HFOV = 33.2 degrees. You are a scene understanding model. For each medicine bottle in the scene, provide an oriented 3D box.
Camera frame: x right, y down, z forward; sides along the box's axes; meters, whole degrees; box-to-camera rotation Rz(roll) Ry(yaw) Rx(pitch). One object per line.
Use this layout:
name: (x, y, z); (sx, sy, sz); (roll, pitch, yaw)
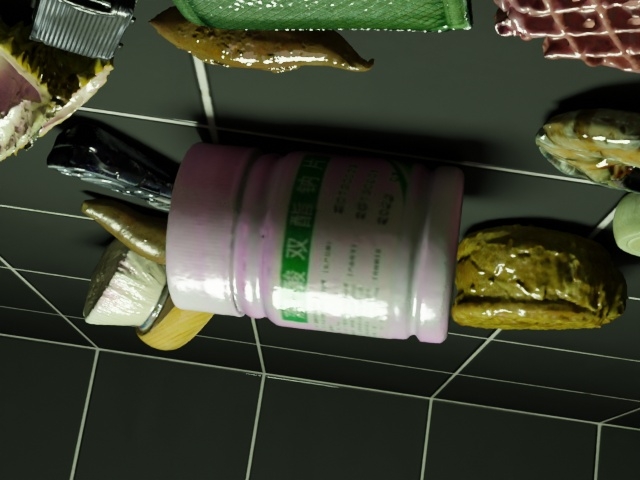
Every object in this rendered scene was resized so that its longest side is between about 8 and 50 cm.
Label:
medicine bottle: (0.000, 0.000, 1.268); (0.325, 0.212, 0.212); (7, 165, 8)

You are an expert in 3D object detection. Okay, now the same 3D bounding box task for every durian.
durian: (-0.287, -0.144, 1.058); (0.165, 0.132, 0.182); (0, 155, -10)

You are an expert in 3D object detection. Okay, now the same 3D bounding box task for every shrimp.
shrimp: (0.385, -0.067, 1.103); (0.365, 0.071, 0.233); (14, 173, -23)

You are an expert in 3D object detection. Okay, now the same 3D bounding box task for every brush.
brush: (-0.268, 0.072, 1.781); (0.166, 0.174, 0.266); (27, 153, -25)

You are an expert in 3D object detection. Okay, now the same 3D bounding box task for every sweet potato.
sweet potato: (-0.051, -0.175, 0.934); (0.206, 0.060, 0.068); (12, 153, 17)
sweet potato: (-0.258, -0.007, 1.647); (0.243, 0.077, 0.077); (20, 162, -24)

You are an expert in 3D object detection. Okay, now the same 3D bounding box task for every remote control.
remote control: (-0.235, -0.087, 1.383); (0.090, 0.066, 0.266); (14, 175, 37)

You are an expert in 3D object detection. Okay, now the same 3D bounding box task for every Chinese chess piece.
Chinese chess piece: (0.419, -0.015, 1.264); (0.144, 0.058, 0.144); (7, 165, 2)

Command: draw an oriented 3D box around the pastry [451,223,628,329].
pastry: (0.300, 0.055, 1.489); (0.235, 0.132, 0.240); (2, 173, -9)

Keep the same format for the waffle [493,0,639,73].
waffle: (0.250, -0.175, 0.783); (0.234, 0.055, 0.221); (12, 165, -13)

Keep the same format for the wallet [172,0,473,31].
wallet: (-0.006, -0.209, 0.807); (0.236, 0.055, 0.160); (2, 166, 12)

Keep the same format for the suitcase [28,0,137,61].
suitcase: (-0.203, -0.205, 0.922); (0.086, 0.059, 0.126); (13, 162, -18)
